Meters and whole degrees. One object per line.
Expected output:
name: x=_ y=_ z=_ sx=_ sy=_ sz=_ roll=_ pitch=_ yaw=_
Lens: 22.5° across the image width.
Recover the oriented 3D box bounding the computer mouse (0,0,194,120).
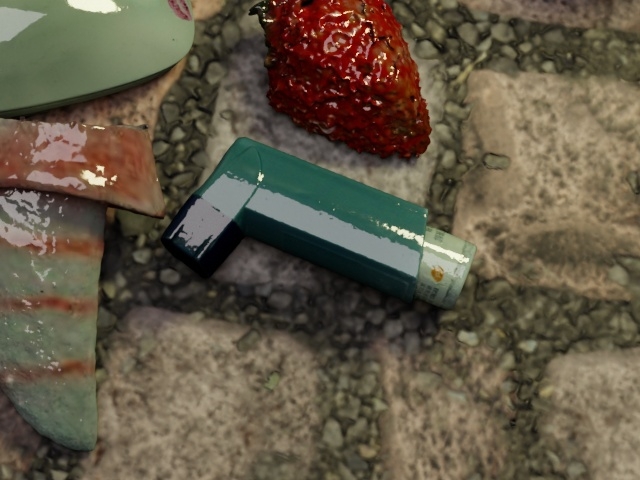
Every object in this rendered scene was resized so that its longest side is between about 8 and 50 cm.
computer mouse: x=-0.258 y=-0.195 z=1.420 sx=0.288 sy=0.097 sz=0.160 roll=-16 pitch=74 yaw=-6

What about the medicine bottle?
medicine bottle: x=0.000 y=0.000 z=1.386 sx=0.258 sy=0.079 sz=0.124 roll=20 pitch=76 yaw=3

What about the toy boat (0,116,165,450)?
toy boat: x=-0.236 y=0.037 z=1.365 sx=0.206 sy=0.096 sz=0.282 roll=1 pitch=91 yaw=-12

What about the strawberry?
strawberry: x=0.019 y=-0.160 z=1.428 sx=0.140 sy=0.085 sz=0.192 roll=-13 pitch=78 yaw=-8
